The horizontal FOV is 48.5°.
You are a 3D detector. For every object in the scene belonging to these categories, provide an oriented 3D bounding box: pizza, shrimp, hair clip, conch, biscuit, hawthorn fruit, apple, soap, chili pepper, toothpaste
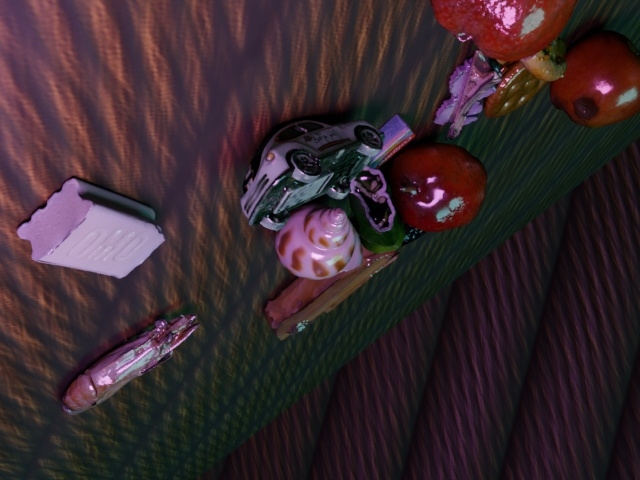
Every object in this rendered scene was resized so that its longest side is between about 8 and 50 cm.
[{"bbox_3d":[0.422,-0.376,1.334,0.062,0.161,0.182,-8,165,36],"label":"pizza"},{"bbox_3d":[-0.392,0.259,1.503,0.360,0.085,0.247,-37,171,11],"label":"shrimp"},{"bbox_3d":[0.298,-0.285,1.414,0.106,0.085,0.292,-17,162,-12],"label":"hair clip"},{"bbox_3d":[0.000,0.000,1.414,0.182,0.149,0.275,-10,-176,-18],"label":"conch"},{"bbox_3d":[0.273,-0.057,1.962,0.194,0.053,0.194,-33,162,-12],"label":"biscuit"},{"bbox_3d":[0.420,-0.350,1.503,0.220,0.066,0.220,-34,162,-13],"label":"biscuit"},{"bbox_3d":[0.238,-0.118,1.519,0.215,0.215,0.249,-46,154,26],"label":"hawthorn fruit"},{"bbox_3d":[0.270,-0.380,0.952,0.262,0.210,0.210,-54,156,23],"label":"hawthorn fruit"},{"bbox_3d":[0.649,-0.364,1.648,0.230,0.230,0.230,-32,161,-13],"label":"apple"},{"bbox_3d":[-0.312,-0.011,1.002,0.114,0.063,0.198,-41,161,9],"label":"soap"},{"bbox_3d":[0.117,-0.044,1.442,0.099,0.136,0.270,-40,162,-6],"label":"chili pepper"},{"bbox_3d":[0.100,-0.163,1.409,0.193,0.044,0.070,-40,163,11],"label":"toothpaste"}]

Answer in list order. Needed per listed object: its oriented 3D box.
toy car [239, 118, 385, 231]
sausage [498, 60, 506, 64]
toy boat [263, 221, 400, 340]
[{"bbox_3d":[-0.020,-0.128,1.155,0.306,0.125,0.136,-31,165,-46],"label":"toy car"},{"bbox_3d":[0.373,-0.418,1.191,0.109,0.109,0.270,-12,152,-51],"label":"sausage"},{"bbox_3d":[0.011,0.108,1.792,0.445,0.136,0.162,-41,157,28],"label":"toy boat"}]
